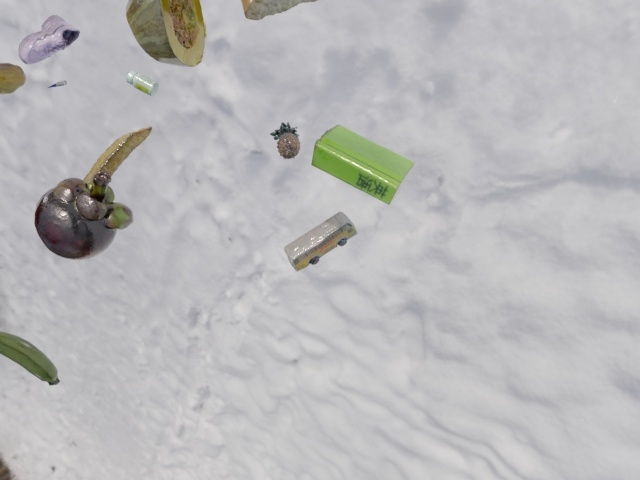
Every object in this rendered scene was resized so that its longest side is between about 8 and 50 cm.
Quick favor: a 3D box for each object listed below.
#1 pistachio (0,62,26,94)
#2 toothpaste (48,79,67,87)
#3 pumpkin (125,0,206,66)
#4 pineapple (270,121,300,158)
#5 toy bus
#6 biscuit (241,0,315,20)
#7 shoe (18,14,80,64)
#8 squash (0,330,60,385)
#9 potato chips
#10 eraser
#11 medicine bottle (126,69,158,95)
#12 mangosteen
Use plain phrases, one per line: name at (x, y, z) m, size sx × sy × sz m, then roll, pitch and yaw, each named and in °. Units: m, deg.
pistachio at (-1.060, -0.528, 1.549) m, size 0.100 × 0.189 × 0.110 m, roll -33°, pitch 84°, yaw 27°
toothpaste at (-0.845, -0.500, 1.525) m, size 0.083 × 0.024 × 0.015 m, roll 2°, pitch 133°, yaw 31°
pumpkin at (-0.324, -0.463, 0.985) m, size 0.110 × 0.217 × 0.217 m, roll -8°, pitch 124°, yaw 9°
pineapple at (-0.122, -0.352, 1.696) m, size 0.103 × 0.221 × 0.083 m, roll -24°, pitch 122°, yaw 9°
toy bus at (0.000, 0.000, 1.696) m, size 0.092 × 0.268 × 0.106 m, roll 53°, pitch 173°, yaw 36°
biscuit at (-0.035, -0.827, 1.297) m, size 0.104 × 0.430 × 0.445 m, roll 69°, pitch -172°, yaw -68°
shoe at (-1.062, -0.775, 1.869) m, size 0.138 × 0.245 × 0.095 m, roll 26°, pitch 161°, yaw 21°
squash at (-0.952, 0.372, 1.536) m, size 0.080 × 0.071 × 0.318 m, roll -15°, pitch 130°, yaw 27°
potato chips at (-0.630, -0.181, 1.381) m, size 0.057 × 0.406 × 0.080 m, roll 20°, pitch 168°, yaw 48°
eraser at (0.123, -0.230, 1.411) m, size 0.274 × 0.210 × 0.092 m, roll 29°, pitch 125°, yaw 8°
medicine bottle at (-0.528, -0.467, 1.411) m, size 0.083 × 0.047 × 0.047 m, roll 27°, pitch 143°, yaw -3°
mangosteen at (-0.491, -0.044, 0.989) m, size 0.184 × 0.172 × 0.172 m, roll -9°, pitch 123°, yaw 9°
